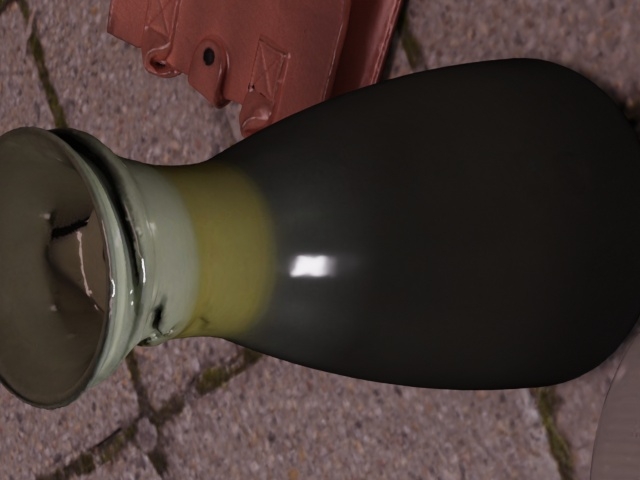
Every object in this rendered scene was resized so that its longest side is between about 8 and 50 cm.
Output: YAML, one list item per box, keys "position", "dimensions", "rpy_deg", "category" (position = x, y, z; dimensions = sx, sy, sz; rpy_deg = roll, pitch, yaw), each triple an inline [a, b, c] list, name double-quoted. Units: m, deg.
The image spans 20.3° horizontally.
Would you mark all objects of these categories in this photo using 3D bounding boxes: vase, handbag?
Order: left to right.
- position: [-0.043, -0.153, 1.070]
  dimensions: [0.212, 0.059, 0.157]
  rpy_deg: [33, 117, 40]
  category: "handbag"
- position: [0.000, 0.000, 0.841]
  dimensions: [0.173, 0.321, 0.173]
  rpy_deg: [6, 98, 47]
  category: "vase"

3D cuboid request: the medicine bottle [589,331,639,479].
- position: [0.278, 0.100, 0.626]
  dimensions: [0.340, 0.208, 0.208]
  rpy_deg: [-1, 93, 48]
  category: "medicine bottle"
